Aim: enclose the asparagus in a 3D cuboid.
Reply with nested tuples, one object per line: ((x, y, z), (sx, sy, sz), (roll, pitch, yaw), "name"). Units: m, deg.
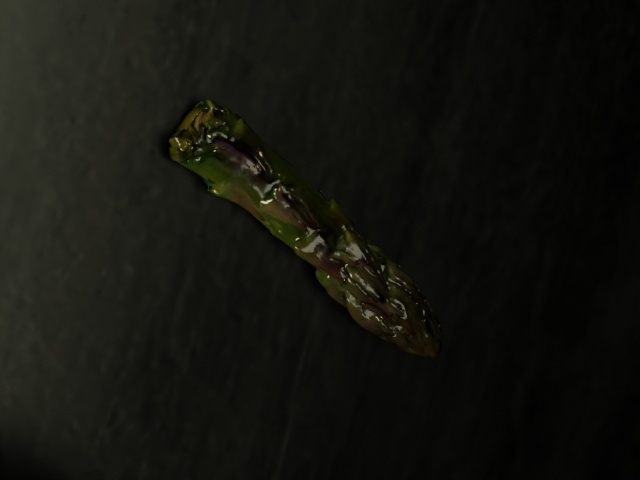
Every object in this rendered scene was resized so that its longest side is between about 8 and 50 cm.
((0.000, 0.000, 0.778), (0.165, 0.030, 0.036), (44, 56, -19), "asparagus")
